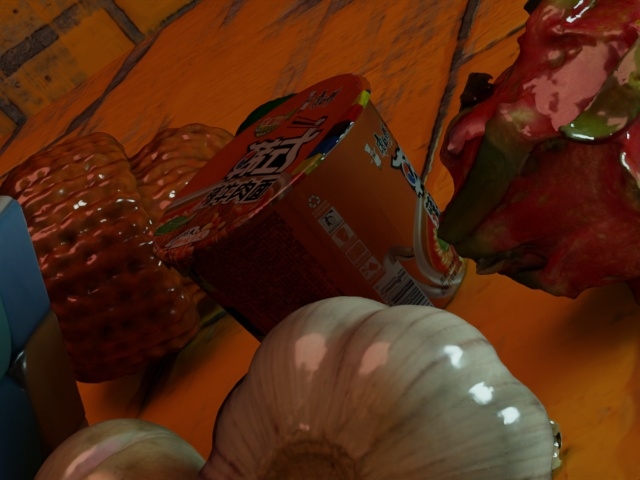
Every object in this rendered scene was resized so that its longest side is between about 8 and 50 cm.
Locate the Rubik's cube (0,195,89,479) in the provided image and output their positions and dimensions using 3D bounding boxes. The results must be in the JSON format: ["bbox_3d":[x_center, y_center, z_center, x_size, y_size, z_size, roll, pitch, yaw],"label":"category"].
[{"bbox_3d":[-0.415,0.195,1.514,0.346,0.347,0.344,-9,20,12],"label":"Rubik's cube"}]

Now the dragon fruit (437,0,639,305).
[{"bbox_3d":[0.222,-0.079,1.308,0.303,0.231,0.237,-46,28,16],"label":"dragon fruit"}]

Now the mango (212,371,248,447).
[{"bbox_3d":[0.020,0.144,1.321,0.236,0.136,0.166,-40,-17,27],"label":"mango"}]

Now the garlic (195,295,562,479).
[{"bbox_3d":[0.070,0.150,1.149,0.245,0.245,0.253,-24,-12,40],"label":"garlic"}]

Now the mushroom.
[{"bbox_3d":[-0.131,0.246,1.274,0.184,0.255,0.255,-9,9,-20],"label":"mushroom"}]

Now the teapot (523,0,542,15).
[{"bbox_3d":[0.278,-0.244,1.793,0.124,0.091,0.092,-40,-4,26],"label":"teapot"}]

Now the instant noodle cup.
[{"bbox_3d":[0.000,0.000,1.604,0.250,0.192,0.250,-35,18,13],"label":"instant noodle cup"}]

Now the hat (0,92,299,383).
[{"bbox_3d":[-0.139,-0.005,1.937,0.400,0.285,0.285,-14,15,-10],"label":"hat"}]
